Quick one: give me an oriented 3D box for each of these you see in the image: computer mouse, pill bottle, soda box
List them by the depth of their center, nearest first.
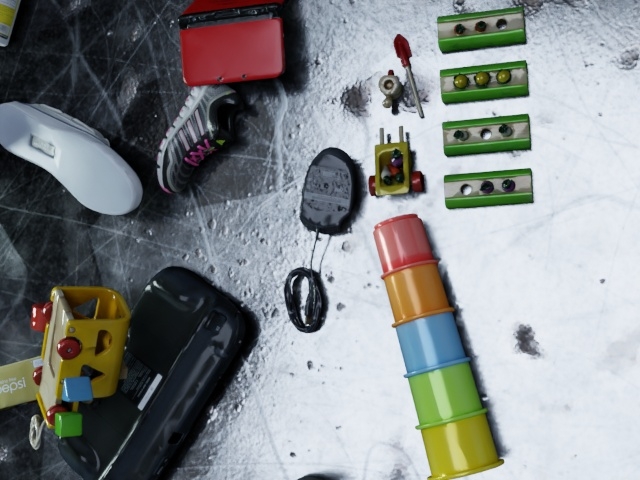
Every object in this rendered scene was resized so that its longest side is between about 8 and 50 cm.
[{"bbox_3d":[0.000,0.000,1.243,0.071,0.041,0.242,14,96,16],"label":"computer mouse"},{"bbox_3d":[-0.435,0.204,1.340,0.181,0.061,0.058,-15,82,15],"label":"soda box"},{"bbox_3d":[-0.467,-0.345,1.390,0.065,0.065,0.116,17,90,17],"label":"pill bottle"}]

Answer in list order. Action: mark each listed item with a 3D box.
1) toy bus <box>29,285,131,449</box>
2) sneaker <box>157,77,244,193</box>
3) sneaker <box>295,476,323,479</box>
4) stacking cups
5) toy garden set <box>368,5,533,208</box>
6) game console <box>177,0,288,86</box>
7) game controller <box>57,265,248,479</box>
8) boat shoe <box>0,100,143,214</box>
[{"bbox_3d":[-0.301,0.158,1.234,0.202,0.104,0.191,-32,62,56],"label":"toy bus"},{"bbox_3d":[-0.156,-0.135,1.281,0.074,0.063,0.171,26,89,23],"label":"sneaker"},{"bbox_3d":[-0.096,0.445,1.177,0.125,0.139,0.341,27,93,21],"label":"sneaker"},{"bbox_3d":[0.140,0.123,1.165,0.096,0.096,0.316,-15,79,15],"label":"stacking cups"},{"bbox_3d":[0.155,-0.163,1.197,0.203,0.049,0.245,-4,85,16],"label":"toy garden set"},{"bbox_3d":[-0.108,-0.273,1.278,0.143,0.124,0.085,-3,122,16],"label":"game console"},{"bbox_3d":[-0.229,0.194,1.289,0.166,0.067,0.319,36,96,31],"label":"game controller"},{"bbox_3d":[-0.330,-0.125,1.320,0.258,0.084,0.095,35,120,18],"label":"boat shoe"}]
